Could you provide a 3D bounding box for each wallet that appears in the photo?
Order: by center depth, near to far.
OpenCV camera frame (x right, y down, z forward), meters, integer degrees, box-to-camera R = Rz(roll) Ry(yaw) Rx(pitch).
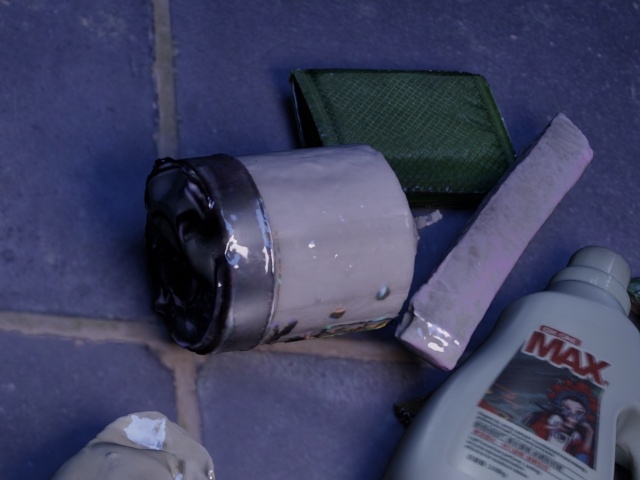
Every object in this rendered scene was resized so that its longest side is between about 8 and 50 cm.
[{"bbox_3d":[0.089,-0.105,1.952,0.236,0.055,0.160,-1,63,-30],"label":"wallet"}]

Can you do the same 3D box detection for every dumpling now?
[{"bbox_3d":[-0.160,0.250,1.556,0.162,0.132,0.250,24,52,-3],"label":"dumpling"}]

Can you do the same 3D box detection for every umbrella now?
[{"bbox_3d":[0.099,0.157,1.804,0.031,0.020,0.083,27,42,37],"label":"umbrella"}]

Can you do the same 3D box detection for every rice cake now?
[{"bbox_3d":[0.171,-0.002,1.862,0.072,0.056,0.365,39,48,-1],"label":"rice cake"}]

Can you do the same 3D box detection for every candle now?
[{"bbox_3d":[0.000,0.000,1.764,0.330,0.187,0.187,-7,62,-29],"label":"candle"}]

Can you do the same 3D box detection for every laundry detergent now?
[{"bbox_3d":[0.227,0.170,1.789,0.264,0.125,0.398,30,49,-1],"label":"laundry detergent"}]

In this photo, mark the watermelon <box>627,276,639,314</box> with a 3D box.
[{"bbox_3d":[0.365,0.066,1.967,0.155,0.080,0.101,-27,37,-32],"label":"watermelon"}]
